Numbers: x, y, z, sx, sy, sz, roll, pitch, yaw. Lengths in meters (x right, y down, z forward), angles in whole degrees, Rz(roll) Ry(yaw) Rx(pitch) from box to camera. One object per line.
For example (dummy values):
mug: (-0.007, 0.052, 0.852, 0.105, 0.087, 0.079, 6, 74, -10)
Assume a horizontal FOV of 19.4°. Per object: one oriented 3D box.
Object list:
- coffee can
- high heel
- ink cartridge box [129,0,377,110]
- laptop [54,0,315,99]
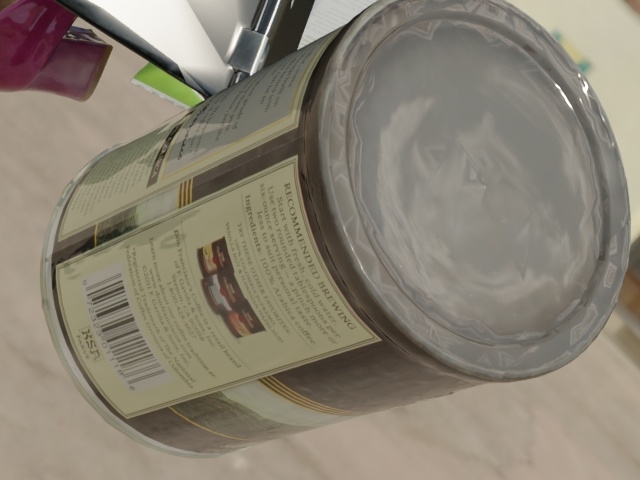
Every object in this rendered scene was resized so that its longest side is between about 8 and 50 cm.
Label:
coffee can: (0.000, 0.000, 1.017, 0.201, 0.201, 0.275, 41, -34, -21)
high heel: (-0.175, -0.213, 1.247, 0.117, 0.244, 0.082, 11, 19, -38)
ink cartridge box: (-0.026, -0.168, 1.787, 0.189, 0.255, 0.097, 29, -29, 32)
laptop: (-0.106, -0.267, 1.305, 0.236, 0.382, 0.408, 19, -20, 2)
